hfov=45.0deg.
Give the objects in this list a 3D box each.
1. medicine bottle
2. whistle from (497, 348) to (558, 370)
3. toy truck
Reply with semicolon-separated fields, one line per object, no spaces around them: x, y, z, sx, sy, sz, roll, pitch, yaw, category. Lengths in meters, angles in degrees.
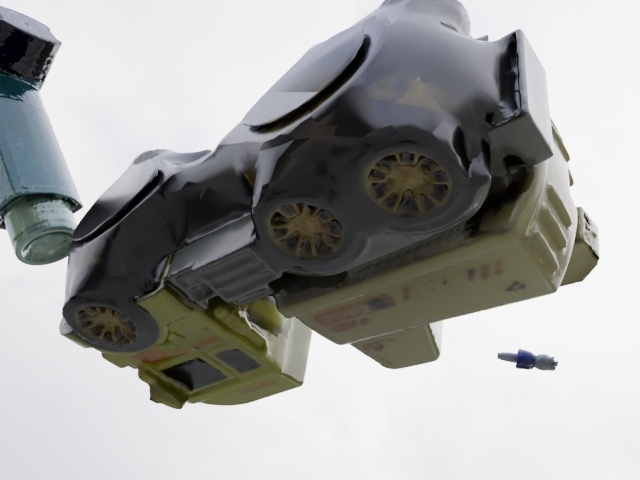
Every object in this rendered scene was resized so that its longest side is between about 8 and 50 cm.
-0.296;-0.104;0.767;0.124;0.258;0.079;-37;-26;23;medicine bottle
0.290;0.169;1.084;0.083;0.029;0.033;7;-41;20;whistle
0.000;0.000;0.598;0.405;0.180;0.254;-23;-55;31;toy truck
